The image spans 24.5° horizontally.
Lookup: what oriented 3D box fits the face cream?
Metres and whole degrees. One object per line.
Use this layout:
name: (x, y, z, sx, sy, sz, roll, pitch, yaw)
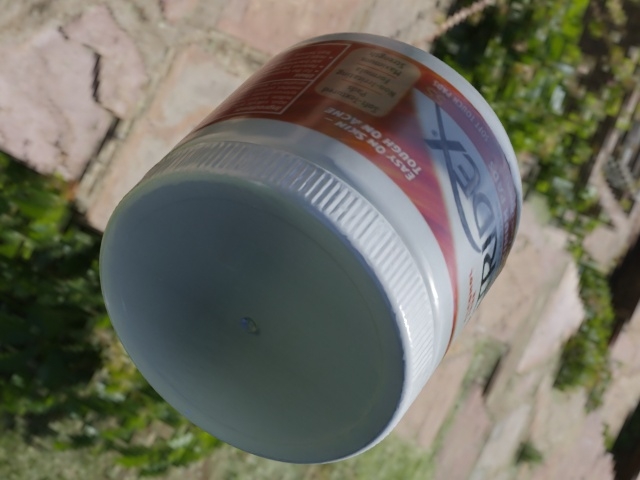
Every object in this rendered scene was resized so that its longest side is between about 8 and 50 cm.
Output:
face cream: (0.000, 0.000, 0.876, 0.187, 0.201, 0.201, -49, 150, -48)
